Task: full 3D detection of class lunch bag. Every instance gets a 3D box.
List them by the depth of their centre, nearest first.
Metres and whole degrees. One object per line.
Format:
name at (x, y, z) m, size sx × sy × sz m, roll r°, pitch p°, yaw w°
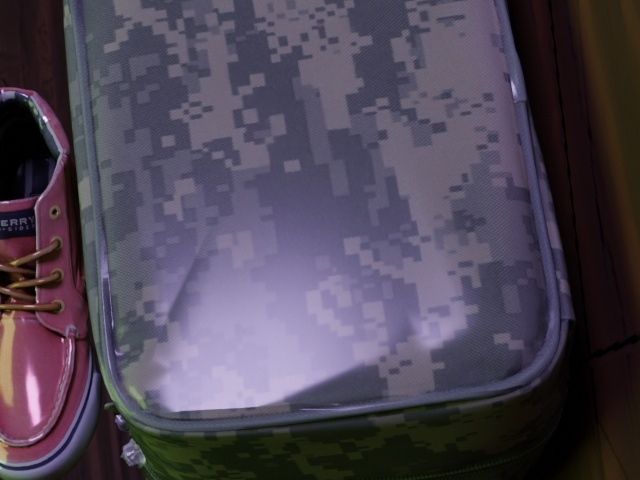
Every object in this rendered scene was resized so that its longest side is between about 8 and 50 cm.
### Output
lunch bag at (0.000, 0.000, 0.873) m, size 0.256 × 0.213 × 0.305 m, roll 76°, pitch -176°, yaw -66°

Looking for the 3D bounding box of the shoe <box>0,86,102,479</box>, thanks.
shoe at (-0.137, 0.017, 0.811) m, size 0.081 × 0.064 × 0.178 m, roll 79°, pitch -174°, yaw -55°
